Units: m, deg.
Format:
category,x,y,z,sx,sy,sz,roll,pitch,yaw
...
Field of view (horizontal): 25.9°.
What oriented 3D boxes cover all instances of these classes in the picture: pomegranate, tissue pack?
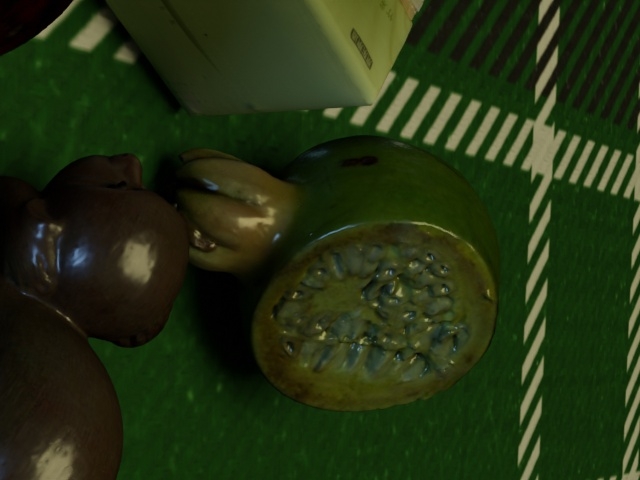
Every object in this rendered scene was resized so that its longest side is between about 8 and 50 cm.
category,x,y,z,sx,sy,sz,roll,pitch,yaw
pomegranate,0.003,0.011,0.993,0.159,0.240,0.190,-103,-167,-50
tissue pack,-0.061,-0.194,0.862,0.234,0.159,0.125,56,45,-42

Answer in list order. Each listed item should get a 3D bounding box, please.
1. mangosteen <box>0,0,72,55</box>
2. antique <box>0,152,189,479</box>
category,x,y,z,sx,sy,sz,roll,pitch,yaw
mangosteen,-0.178,-0.181,0.638,0.216,0.216,0.216,-3,94,-57
antique,-0.153,0.064,0.749,0.121,0.143,0.257,58,43,-38
